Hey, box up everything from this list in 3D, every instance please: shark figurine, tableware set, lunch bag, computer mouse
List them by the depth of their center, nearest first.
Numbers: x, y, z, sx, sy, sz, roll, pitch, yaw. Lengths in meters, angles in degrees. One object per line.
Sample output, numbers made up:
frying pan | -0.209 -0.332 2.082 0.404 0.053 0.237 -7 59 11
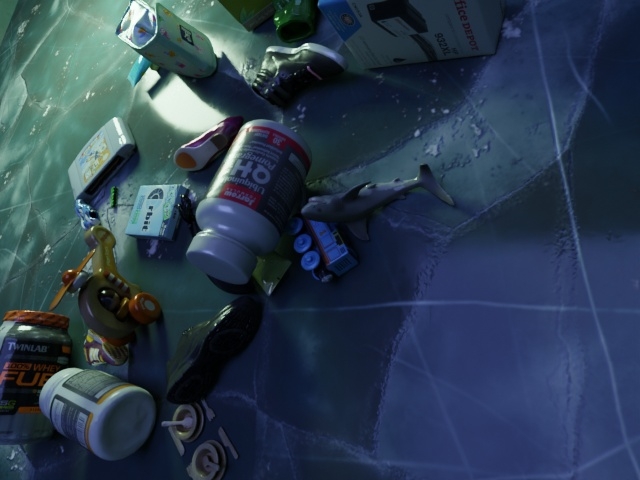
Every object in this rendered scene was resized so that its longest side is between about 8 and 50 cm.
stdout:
shark figurine | 0.105 -0.062 0.878 0.278 0.166 0.116 -14 91 0
tableware set | -0.271 0.434 0.946 0.128 0.039 0.194 -51 54 6
computer mouse | -0.252 0.034 1.019 0.072 0.188 0.272 -36 63 -16
lunch bag | -0.466 -0.612 1.358 0.262 0.223 0.160 36 101 36

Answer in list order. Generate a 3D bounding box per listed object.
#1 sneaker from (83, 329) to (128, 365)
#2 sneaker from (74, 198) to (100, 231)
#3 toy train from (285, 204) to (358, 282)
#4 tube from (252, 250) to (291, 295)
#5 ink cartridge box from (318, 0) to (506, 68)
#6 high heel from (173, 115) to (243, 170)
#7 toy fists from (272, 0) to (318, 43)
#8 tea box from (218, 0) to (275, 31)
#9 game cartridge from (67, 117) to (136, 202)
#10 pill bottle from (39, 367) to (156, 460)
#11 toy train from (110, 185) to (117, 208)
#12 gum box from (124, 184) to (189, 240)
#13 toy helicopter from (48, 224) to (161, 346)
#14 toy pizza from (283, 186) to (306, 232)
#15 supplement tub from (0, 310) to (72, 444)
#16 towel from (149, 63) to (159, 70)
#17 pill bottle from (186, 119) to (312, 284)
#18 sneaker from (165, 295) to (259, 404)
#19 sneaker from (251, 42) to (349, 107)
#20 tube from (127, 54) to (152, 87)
sneaker | -0.580 0.309 1.182 0.185 0.069 0.084 21 93 42
sneaker | -0.770 -0.091 1.462 0.059 0.053 0.144 -43 63 13
toy train | 0.000 0.000 0.920 0.105 0.080 0.184 -32 55 8
tube | -0.167 0.025 1.031 0.062 0.070 0.240 -27 49 -33
ink cartridge box | 0.188 -0.477 0.888 0.307 0.223 0.129 8 77 34
high heel | -0.318 -0.277 1.244 0.244 0.082 0.117 -24 28 39
toy fists | -0.008 -0.641 1.157 0.279 0.096 0.142 -11 65 30
tea box | -0.241 -0.860 1.246 0.220 0.323 0.329 -23 62 25
game cartridge | -0.771 -0.283 1.535 0.297 0.062 0.198 -43 59 12
pill bottle | -0.542 0.403 1.057 0.278 0.162 0.162 5 75 34
toy train | -0.680 -0.141 1.443 0.023 0.017 0.083 -28 59 33
gum box | -0.474 -0.082 1.274 0.184 0.041 0.157 4 74 33
toy helicopter | -0.579 0.096 1.152 0.140 0.235 0.355 -38 56 16
toy pizza | -0.129 -0.083 1.038 0.201 0.032 0.201 -7 60 12
supplement tub | -0.822 0.376 1.218 0.207 0.207 0.338 -11 67 29
towel | -0.594 -0.679 1.588 0.110 0.027 0.148 -47 54 8
pill bottle | -0.147 -0.078 0.909 0.176 0.176 0.318 2 58 33
sneaker | -0.256 0.224 0.983 0.286 0.109 0.130 -47 41 3
sneaker | -0.059 -0.400 1.098 0.295 0.104 0.147 22 86 42
tube | -0.610 -0.635 1.536 0.207 0.052 0.080 -49 49 13
